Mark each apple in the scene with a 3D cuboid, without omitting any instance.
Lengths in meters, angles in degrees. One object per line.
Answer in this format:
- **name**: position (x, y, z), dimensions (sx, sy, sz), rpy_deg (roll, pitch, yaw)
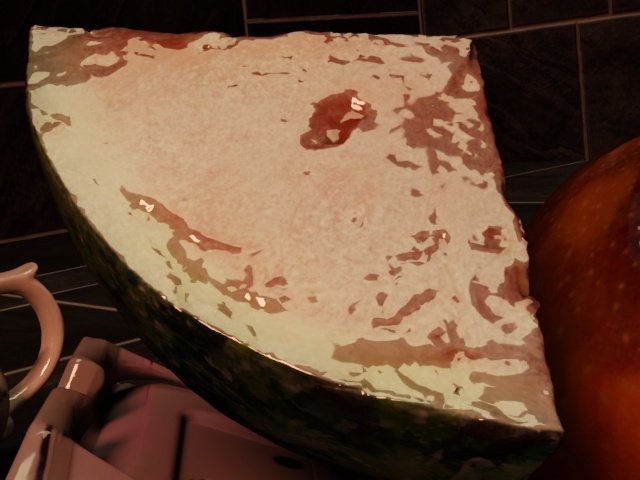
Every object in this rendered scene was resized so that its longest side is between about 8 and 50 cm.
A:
- **apple**: position (0.174, 0.060, 0.492), dimensions (0.229, 0.230, 0.230), rpy_deg (-6, 7, 1)

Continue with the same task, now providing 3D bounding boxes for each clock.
- **clock**: position (-0.038, 0.118, 0.493), dimensions (0.186, 0.083, 0.253), rpy_deg (19, 5, -7)

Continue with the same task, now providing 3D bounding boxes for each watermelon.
- **watermelon**: position (0.000, 0.000, 0.486), dimensions (0.176, 0.256, 0.260), rpy_deg (-40, -15, -15)

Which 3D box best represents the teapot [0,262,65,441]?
- **teapot**: position (-0.312, 0.109, 0.793), dimensions (0.204, 0.139, 0.298), rpy_deg (-2, 9, 46)
